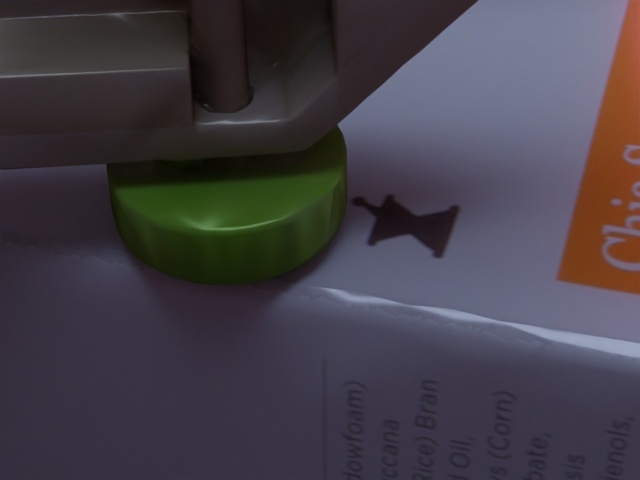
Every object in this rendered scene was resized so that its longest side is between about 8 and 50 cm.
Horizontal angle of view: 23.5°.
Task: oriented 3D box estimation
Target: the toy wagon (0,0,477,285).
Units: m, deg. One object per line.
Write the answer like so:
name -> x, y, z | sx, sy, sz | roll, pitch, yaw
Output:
toy wagon -> -0.043, -0.106, 0.276 | 0.344, 0.267, 0.068 | -4, 43, -3

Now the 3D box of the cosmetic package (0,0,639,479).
cosmetic package -> 0.000, 0.000, 0.481 | 0.453, 0.162, 0.230 | 9, 40, 13
